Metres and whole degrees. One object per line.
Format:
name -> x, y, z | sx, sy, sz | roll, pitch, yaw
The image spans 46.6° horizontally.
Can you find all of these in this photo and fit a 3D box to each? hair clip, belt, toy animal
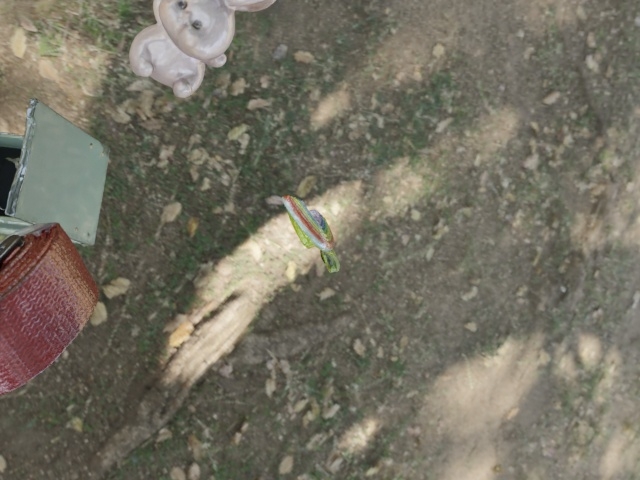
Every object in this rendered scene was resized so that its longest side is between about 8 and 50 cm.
hair clip -> 0.000, 0.000, 0.877 | 0.033, 0.060, 0.188 | -28, 157, 4
belt -> -0.345, 0.065, 0.840 | 0.200, 0.128, 0.124 | -68, 141, -53
toy animal -> -0.160, -0.290, 0.969 | 0.124, 0.124, 0.212 | 15, 138, -39

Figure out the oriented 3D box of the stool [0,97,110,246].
stool -> -0.487, -0.103, 1.107 | 0.269, 0.244, 0.170 | 59, 38, -80
